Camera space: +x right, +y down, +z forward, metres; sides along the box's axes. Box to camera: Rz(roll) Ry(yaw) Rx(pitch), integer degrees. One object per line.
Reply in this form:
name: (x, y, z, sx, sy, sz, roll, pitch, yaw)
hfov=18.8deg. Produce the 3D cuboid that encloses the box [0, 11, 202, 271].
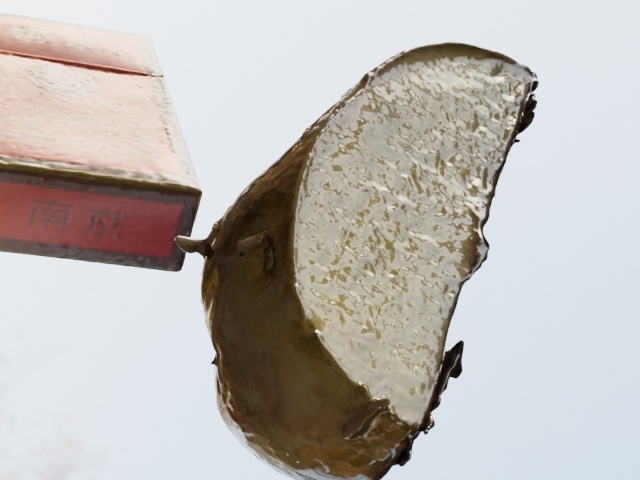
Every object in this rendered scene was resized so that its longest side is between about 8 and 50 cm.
box: (-0.175, -0.072, 1.279, 0.240, 0.153, 0.074, -114, -149, -58)

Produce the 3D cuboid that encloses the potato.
potato: (0.000, 0.000, 0.647, 0.100, 0.089, 0.172, -45, -161, 50)
